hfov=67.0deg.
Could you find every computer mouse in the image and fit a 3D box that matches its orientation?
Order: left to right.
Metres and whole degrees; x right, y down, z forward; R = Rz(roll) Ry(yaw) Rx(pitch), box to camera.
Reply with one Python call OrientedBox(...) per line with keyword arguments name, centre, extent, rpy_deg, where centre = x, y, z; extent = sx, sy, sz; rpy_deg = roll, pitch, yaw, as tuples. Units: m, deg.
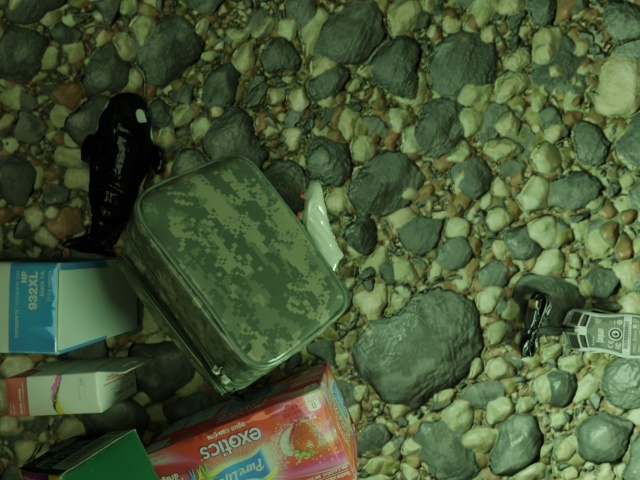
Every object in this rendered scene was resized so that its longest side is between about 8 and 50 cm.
OrientedBox(name="computer mouse", centre=(0.414, 0.141, 0.750), extent=(0.193, 0.042, 0.105), rpy_deg=(6, 87, 12))

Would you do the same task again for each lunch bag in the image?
OrientedBox(name="lunch bag", centre=(-0.145, 0.072, 0.723), extent=(0.213, 0.256, 0.305), rpy_deg=(-35, 84, -37))

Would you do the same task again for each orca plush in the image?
OrientedBox(name="orca plush", centre=(-0.366, -0.114, 0.804), extent=(0.151, 0.102, 0.287), rpy_deg=(30, 94, 5))

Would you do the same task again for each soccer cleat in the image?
OrientedBox(name="soccer cleat", centre=(0.000, 0.000, 0.786), extent=(0.076, 0.068, 0.196), rpy_deg=(2, 98, 2))

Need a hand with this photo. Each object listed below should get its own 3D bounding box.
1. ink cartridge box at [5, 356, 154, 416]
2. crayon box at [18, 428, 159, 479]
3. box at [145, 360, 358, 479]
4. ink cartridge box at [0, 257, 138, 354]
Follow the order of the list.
OrientedBox(name="ink cartridge box", centre=(-0.390, 0.240, 0.804), extent=(0.198, 0.115, 0.067), rpy_deg=(-5, 89, 7))
OrientedBox(name="crayon box", centre=(-0.299, 0.446, 0.702), extent=(0.363, 0.106, 0.313), rpy_deg=(-29, 88, 48))
OrientedBox(name="box", centre=(-0.104, 0.322, 0.755), extent=(0.300, 0.154, 0.142), rpy_deg=(-23, 89, 5))
OrientedBox(name="ink cartridge box", centre=(-0.483, 0.091, 0.759), extent=(0.308, 0.223, 0.128), rpy_deg=(0, 90, 7))
